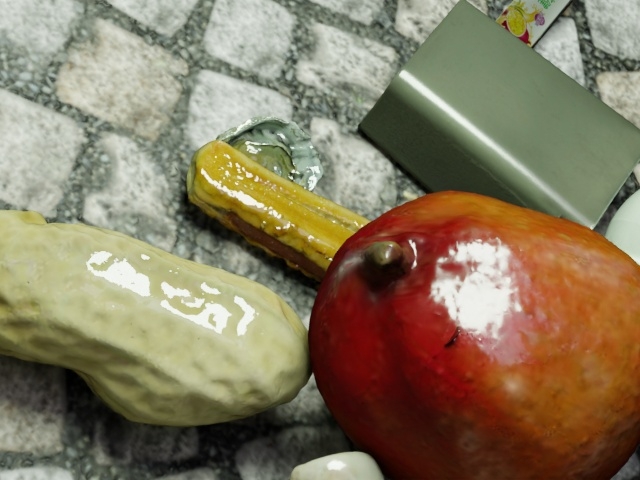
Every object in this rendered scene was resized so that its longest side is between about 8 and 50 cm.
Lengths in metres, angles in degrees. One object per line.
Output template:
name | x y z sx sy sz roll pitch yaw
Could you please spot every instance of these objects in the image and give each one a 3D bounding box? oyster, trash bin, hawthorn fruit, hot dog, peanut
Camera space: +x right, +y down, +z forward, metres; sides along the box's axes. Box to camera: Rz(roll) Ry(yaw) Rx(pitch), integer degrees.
oyster | -0.053 -0.073 1.707 0.098 0.037 0.100 -40 107 -17
trash bin | 0.182 -0.104 1.778 0.240 0.122 0.164 40 55 1
hawthorn fruit | 0.133 0.097 1.515 0.311 0.295 0.295 19 58 -15
hot dog | 0.002 -0.003 1.671 0.286 0.061 0.088 33 55 -9
peanut | -0.159 0.070 1.512 0.313 0.152 0.152 22 57 -14

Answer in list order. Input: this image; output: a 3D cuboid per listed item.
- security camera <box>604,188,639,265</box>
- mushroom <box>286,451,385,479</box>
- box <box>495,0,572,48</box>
security camera | 0.341 0.037 1.709 0.194 0.194 0.236 42 71 -1
mushroom | 0.046 0.281 1.447 0.243 0.243 0.243 11 61 -20
box | 0.240 -0.258 1.931 0.050 0.041 0.207 40 55 1
